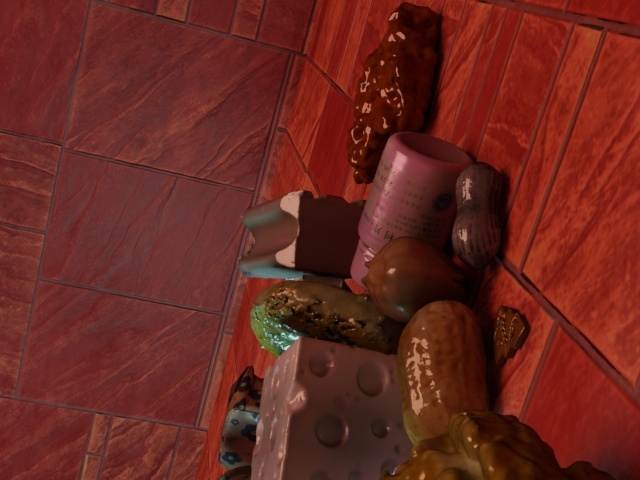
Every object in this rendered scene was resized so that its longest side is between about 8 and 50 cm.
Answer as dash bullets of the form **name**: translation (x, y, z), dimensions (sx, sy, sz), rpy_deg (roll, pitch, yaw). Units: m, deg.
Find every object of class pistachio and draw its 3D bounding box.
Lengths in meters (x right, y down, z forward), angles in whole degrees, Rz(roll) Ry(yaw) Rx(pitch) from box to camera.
- **pistachio**: translation (0.142, 0.061, 1.326), dimensions (0.223, 0.152, 0.126), rpy_deg (22, -105, -71)

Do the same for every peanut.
- **peanut**: translation (0.166, 0.192, 1.212), dimensions (0.129, 0.129, 0.224), rpy_deg (123, 156, -59)

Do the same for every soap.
- **soap**: translation (0.000, 0.000, 1.790), dimensions (0.302, 0.257, 0.159), rpy_deg (173, 100, -67)

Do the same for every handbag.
- **handbag**: translation (-0.153, 0.459, 2.274), dimensions (0.193, 0.190, 0.252), rpy_deg (-77, 2, -54)

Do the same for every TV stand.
- **TV stand**: translation (0.022, 0.137, 1.769), dimensions (0.269, 0.082, 0.088), rpy_deg (59, -140, -73)

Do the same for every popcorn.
- **popcorn**: translation (0.168, 0.296, 0.836), dimensions (0.282, 0.247, 0.282), rpy_deg (-48, 24, 30)

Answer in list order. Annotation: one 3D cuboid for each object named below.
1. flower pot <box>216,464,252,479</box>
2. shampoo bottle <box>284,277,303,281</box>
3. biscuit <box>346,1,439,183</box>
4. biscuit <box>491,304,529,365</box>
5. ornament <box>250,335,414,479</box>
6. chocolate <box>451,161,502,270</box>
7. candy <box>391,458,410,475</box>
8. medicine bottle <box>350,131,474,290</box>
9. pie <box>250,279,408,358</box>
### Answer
- **flower pot**: translation (-0.144, 0.633, 2.026), dimensions (0.202, 0.212, 0.213), rpy_deg (171, 111, -69)
- **shampoo bottle**: translation (-0.059, 0.069, 2.421), dimensions (0.303, 0.092, 0.092), rpy_deg (-104, 29, -63)
- **biscuit**: translation (0.143, -0.302, 1.834), dimensions (0.312, 0.110, 0.318), rpy_deg (125, 154, -63)
- **biscuit**: translation (0.247, 0.123, 1.170), dimensions (0.092, 0.016, 0.082), rpy_deg (140, 141, -73)
- **ornament**: translation (0.034, 0.313, 1.419), dimensions (0.240, 0.239, 0.239), rpy_deg (130, 151, -64)
- **chocolate**: translation (0.227, -0.037, 1.286), dimensions (0.072, 0.072, 0.167), rpy_deg (127, 155, -63)
- **candy**: translation (0.148, 0.355, 1.123), dimensions (0.160, 0.073, 0.092), rpy_deg (57, 145, 29)
- **medicine bottle**: translation (0.145, -0.038, 1.467), dimensions (0.152, 0.151, 0.255), rpy_deg (-104, 28, -64)
- **pie**: translation (0.015, 0.172, 1.571), dimensions (0.078, 0.296, 0.371), rpy_deg (-63, 7, -29)
